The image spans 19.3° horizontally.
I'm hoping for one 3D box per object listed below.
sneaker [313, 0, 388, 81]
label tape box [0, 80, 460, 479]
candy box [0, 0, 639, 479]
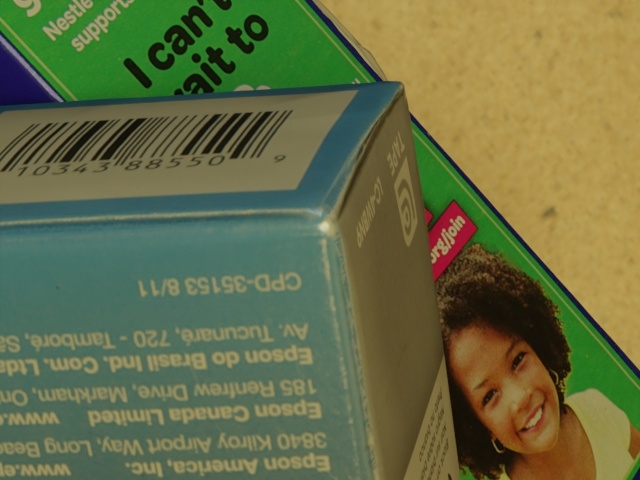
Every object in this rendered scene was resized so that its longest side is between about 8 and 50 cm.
[{"bbox_3d":[0.000,0.000,0.811,0.114,0.152,0.305,-37,101,-14],"label":"sneaker"},{"bbox_3d":[-0.080,0.132,0.608,0.249,0.115,0.348,-3,116,14],"label":"label tape box"},{"bbox_3d":[-0.069,0.026,0.734,0.317,0.268,0.122,46,52,-12],"label":"candy box"}]
